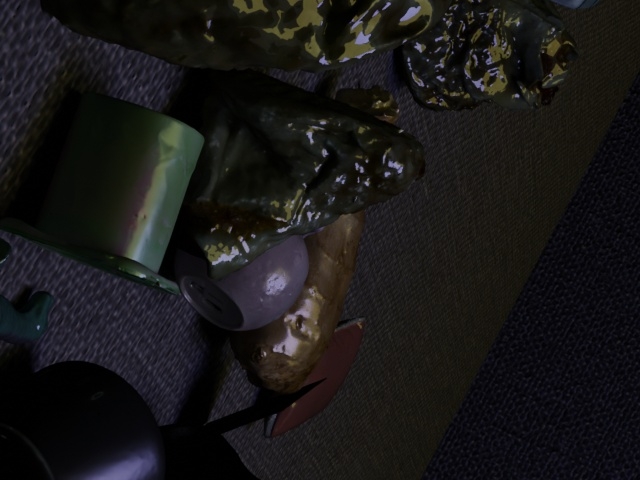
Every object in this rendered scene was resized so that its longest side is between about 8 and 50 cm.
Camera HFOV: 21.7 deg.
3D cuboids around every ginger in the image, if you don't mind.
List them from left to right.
[{"bbox_3d":[0.011,0.009,2.021,0.375,0.166,0.236,-53,147,-7],"label":"ginger"}]

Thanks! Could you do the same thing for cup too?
[{"bbox_3d":[-0.262,0.222,1.538,0.223,0.169,0.176,-38,176,35],"label":"cup"}]

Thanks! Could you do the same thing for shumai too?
[{"bbox_3d":[-0.061,-0.297,1.239,0.330,0.292,0.288,-18,128,-39],"label":"shumai"},{"bbox_3d":[-0.034,-0.056,1.693,0.272,0.222,0.203,13,101,-28],"label":"shumai"},{"bbox_3d":[0.239,-0.275,2.234,0.256,0.218,0.189,-62,172,-8],"label":"shumai"}]

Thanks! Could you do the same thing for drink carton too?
[{"bbox_3d":[-0.173,-0.043,1.441,0.144,0.146,0.142,42,65,-73],"label":"drink carton"}]

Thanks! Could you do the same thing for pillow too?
[{"bbox_3d":[-0.017,0.186,2.349,0.179,0.075,0.171,-22,141,-62],"label":"pillow"}]

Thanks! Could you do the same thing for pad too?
[{"bbox_3d":[-0.094,0.218,2.057,0.190,0.004,0.127,-24,-177,27],"label":"pad"}]

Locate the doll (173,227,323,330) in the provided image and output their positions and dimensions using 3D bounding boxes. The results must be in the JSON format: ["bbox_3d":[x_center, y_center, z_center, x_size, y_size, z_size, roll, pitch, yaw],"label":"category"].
[{"bbox_3d":[-0.038,-0.031,1.824,0.287,0.151,0.151,-50,159,-30],"label":"doll"}]

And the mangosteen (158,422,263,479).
[{"bbox_3d":[-0.132,0.343,1.860,0.233,0.287,0.287,-52,160,-23],"label":"mangosteen"}]

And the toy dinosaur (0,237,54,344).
[{"bbox_3d":[-0.332,0.148,1.319,0.383,0.129,0.331,-57,171,-21],"label":"toy dinosaur"}]

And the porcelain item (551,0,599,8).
[{"bbox_3d":[0.294,-0.441,2.019,0.157,0.286,0.281,-28,138,-65],"label":"porcelain item"}]
